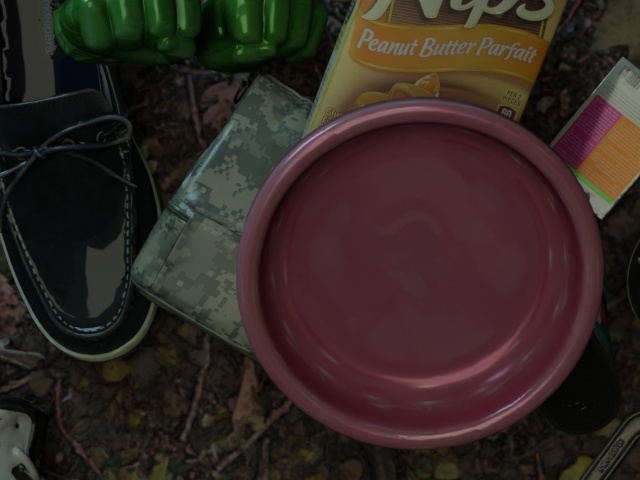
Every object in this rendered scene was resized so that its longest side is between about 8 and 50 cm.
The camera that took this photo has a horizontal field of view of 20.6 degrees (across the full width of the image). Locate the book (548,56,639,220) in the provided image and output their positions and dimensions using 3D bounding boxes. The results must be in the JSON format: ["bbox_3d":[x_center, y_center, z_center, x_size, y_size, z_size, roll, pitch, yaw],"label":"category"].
[{"bbox_3d":[0.304,-0.106,1.834,0.096,0.035,0.144,42,96,10],"label":"book"}]

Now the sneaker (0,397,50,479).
[{"bbox_3d":[-0.321,0.323,1.876,0.447,0.169,0.257,41,74,-11],"label":"sneaker"}]

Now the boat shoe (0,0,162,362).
[{"bbox_3d":[-0.281,-0.115,1.874,0.186,0.156,0.500,-7,90,8],"label":"boat shoe"}]

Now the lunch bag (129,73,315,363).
[{"bbox_3d":[0.000,0.000,1.794,0.305,0.212,0.256,30,96,8],"label":"lunch bag"}]

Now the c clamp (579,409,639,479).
[{"bbox_3d":[0.351,0.250,1.831,0.137,0.022,0.161,42,96,7],"label":"c clamp"}]

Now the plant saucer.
[{"bbox_3d":[0.090,0.026,1.617,0.332,0.084,0.332,0,107,1],"label":"plant saucer"}]

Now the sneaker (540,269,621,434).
[{"bbox_3d":[0.228,0.029,1.770,0.123,0.178,0.295,-15,118,3],"label":"sneaker"}]

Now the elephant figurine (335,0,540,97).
[{"bbox_3d":[0.092,-0.238,1.817,0.169,0.186,0.239,-32,54,-25],"label":"elephant figurine"}]

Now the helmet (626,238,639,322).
[{"bbox_3d":[0.390,0.043,1.752,0.169,0.161,0.169,0,90,10],"label":"helmet"}]

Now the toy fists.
[{"bbox_3d":[-0.127,-0.219,1.787,0.279,0.142,0.096,2,78,-28],"label":"toy fists"}]

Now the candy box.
[{"bbox_3d":[0.120,-0.203,1.648,0.183,0.087,0.316,20,101,-6],"label":"candy box"}]
